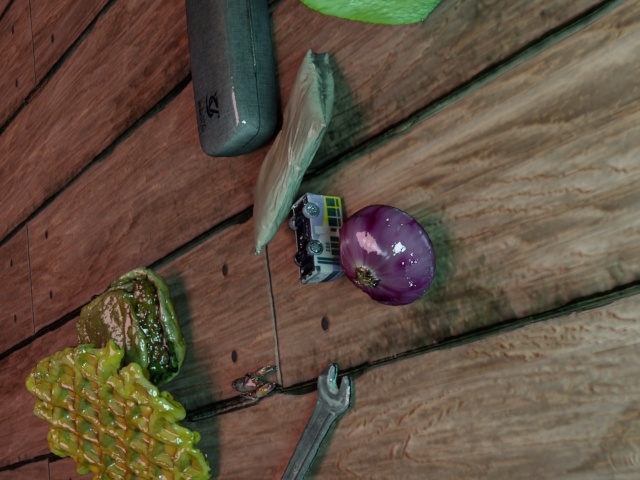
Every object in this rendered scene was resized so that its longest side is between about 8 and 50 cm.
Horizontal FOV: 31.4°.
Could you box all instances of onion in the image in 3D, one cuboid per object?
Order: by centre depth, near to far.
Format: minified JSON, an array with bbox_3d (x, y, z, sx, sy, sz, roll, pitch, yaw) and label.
[{"bbox_3d":[0.073,0.012,1.214,0.115,0.104,0.115,18,135,19],"label":"onion"}]

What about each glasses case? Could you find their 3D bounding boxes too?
[{"bbox_3d":[-0.125,-0.279,1.548,0.131,0.074,0.323,-24,70,57],"label":"glasses case"}]

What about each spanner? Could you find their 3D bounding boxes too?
[{"bbox_3d":[-0.025,0.281,1.416,0.071,0.017,0.302,50,125,46],"label":"spanner"}]

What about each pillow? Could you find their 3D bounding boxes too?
[{"bbox_3d":[-0.037,-0.107,1.405,0.148,0.050,0.230,-85,16,-48],"label":"pillow"}]

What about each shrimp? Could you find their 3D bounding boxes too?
[{"bbox_3d":[-0.087,0.194,1.525,0.092,0.029,0.038,-33,61,49],"label":"shrimp"}]

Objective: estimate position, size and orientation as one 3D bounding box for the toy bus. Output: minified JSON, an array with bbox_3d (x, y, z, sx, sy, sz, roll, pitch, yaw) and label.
[{"bbox_3d":[0.000,0.000,1.357,0.052,0.058,0.102,-40,52,57],"label":"toy bus"}]

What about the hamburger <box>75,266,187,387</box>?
[{"bbox_3d":[-0.288,0.148,1.783,0.206,0.130,0.183,-28,74,39],"label":"hamburger"}]

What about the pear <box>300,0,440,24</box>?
[{"bbox_3d":[0.061,-0.332,1.092,0.292,0.292,0.159,-31,73,54],"label":"pear"}]

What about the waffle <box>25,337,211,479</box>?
[{"bbox_3d":[-0.306,0.287,1.715,0.325,0.068,0.302,-24,103,45],"label":"waffle"}]
